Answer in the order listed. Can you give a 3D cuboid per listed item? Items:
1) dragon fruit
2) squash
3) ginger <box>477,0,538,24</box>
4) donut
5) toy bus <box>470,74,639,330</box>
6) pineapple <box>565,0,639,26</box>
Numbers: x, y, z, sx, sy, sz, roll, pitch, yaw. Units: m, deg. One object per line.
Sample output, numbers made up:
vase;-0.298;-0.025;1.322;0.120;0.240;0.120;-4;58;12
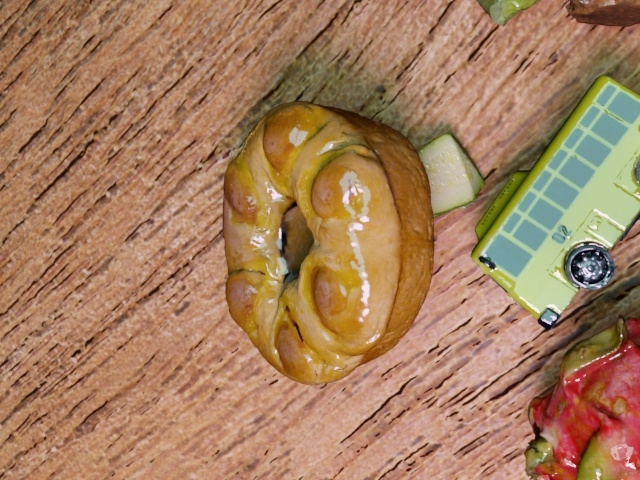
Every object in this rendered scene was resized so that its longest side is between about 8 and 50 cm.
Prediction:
dragon fruit;0.364;0.198;0.798;0.303;0.231;0.237;-21;68;34
squash;0.099;-0.042;0.948;0.200;0.075;0.090;-36;107;18
ginger;0.165;-0.377;0.900;0.290;0.089;0.137;42;123;14
donut;0.000;0.000;0.893;0.299;0.150;0.317;55;135;25
toy bus;0.286;-0.042;0.867;0.150;0.128;0.262;37;102;11
pineapple;0.319;-0.378;0.828;0.130;0.119;0.277;3;92;4
